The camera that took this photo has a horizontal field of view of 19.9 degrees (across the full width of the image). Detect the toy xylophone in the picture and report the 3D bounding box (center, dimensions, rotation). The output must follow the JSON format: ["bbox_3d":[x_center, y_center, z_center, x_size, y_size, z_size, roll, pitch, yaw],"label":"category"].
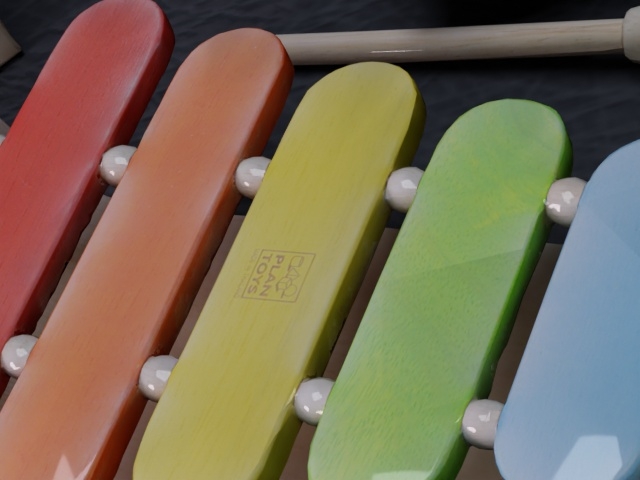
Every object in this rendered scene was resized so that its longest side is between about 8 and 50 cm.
[{"bbox_3d":[0.000,0.000,0.552,0.323,0.081,0.236,-2,53,25],"label":"toy xylophone"}]

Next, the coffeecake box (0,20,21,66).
[{"bbox_3d":[-0.232,-0.077,0.687,0.185,0.142,0.068,-38,46,-6],"label":"coffeecake box"}]
